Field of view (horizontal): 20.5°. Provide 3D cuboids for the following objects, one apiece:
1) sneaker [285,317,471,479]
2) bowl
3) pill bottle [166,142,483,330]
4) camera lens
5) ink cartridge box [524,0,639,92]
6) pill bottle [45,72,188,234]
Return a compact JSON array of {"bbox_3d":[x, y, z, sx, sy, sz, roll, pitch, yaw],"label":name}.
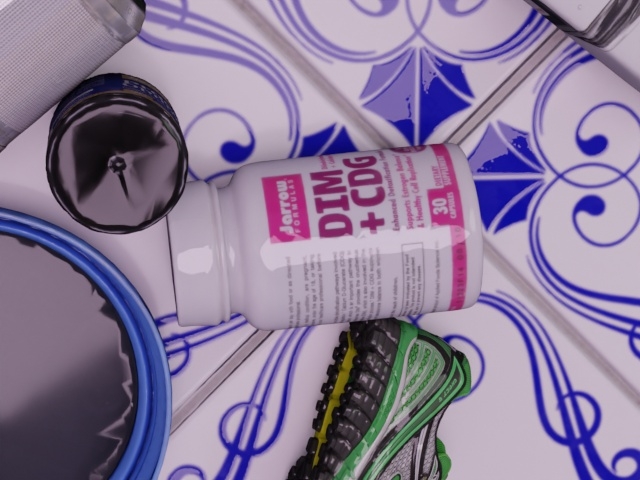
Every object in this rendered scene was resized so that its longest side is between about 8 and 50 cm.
[{"bbox_3d":[0.051,0.248,1.733,0.146,0.134,0.344,18,102,-16],"label":"sneaker"},{"bbox_3d":[-0.338,0.152,1.690,0.391,0.077,0.391,-2,103,-8],"label":"bowl"},{"bbox_3d":[0.000,0.000,1.656,0.283,0.160,0.160,-7,103,-6],"label":"pill bottle"},{"bbox_3d":[-0.308,-0.198,1.543,0.274,0.219,0.219,-40,104,2],"label":"camera lens"},{"bbox_3d":[0.291,-0.324,1.612,0.395,0.166,0.285,35,98,-17],"label":"ink cartridge box"},{"bbox_3d":[-0.184,-0.085,1.584,0.122,0.219,0.123,-2,103,-7],"label":"pill bottle"}]
